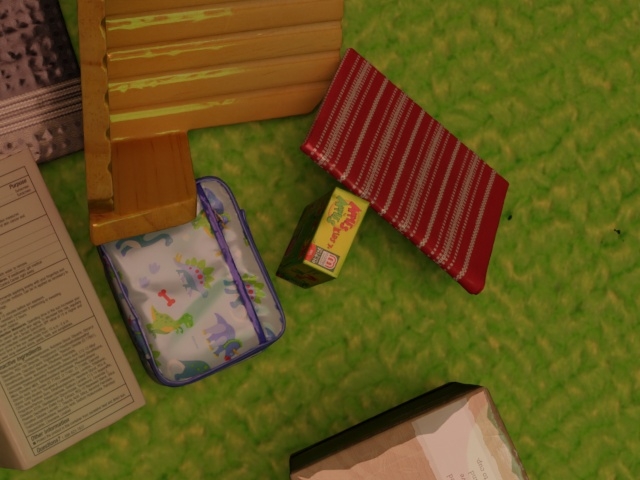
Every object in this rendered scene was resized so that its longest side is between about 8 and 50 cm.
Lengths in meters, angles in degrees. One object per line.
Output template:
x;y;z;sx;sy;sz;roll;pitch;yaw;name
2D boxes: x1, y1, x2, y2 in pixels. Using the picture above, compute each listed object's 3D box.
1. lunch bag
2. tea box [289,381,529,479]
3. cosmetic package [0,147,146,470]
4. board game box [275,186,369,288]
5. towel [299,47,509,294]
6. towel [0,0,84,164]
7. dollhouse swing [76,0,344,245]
-0.147;0.045;1.603;0.176;0.090;0.218;-21;90;-15;lunch bag
0.126;0.341;1.487;0.220;0.323;0.329;-24;87;-2;tea box
-0.333;0.076;1.514;0.160;0.113;0.309;-26;96;-29;cosmetic package
0.000;0.000;1.587;0.043;0.181;0.092;24;80;-8;board game box
0.104;-0.079;1.619;0.275;0.031;0.198;39;41;-16;towel
-0.446;-0.203;1.593;0.324;0.056;0.312;-18;91;-15;towel
-0.101;-0.213;1.479;0.305;0.315;0.346;-2;119;-9;dollhouse swing
